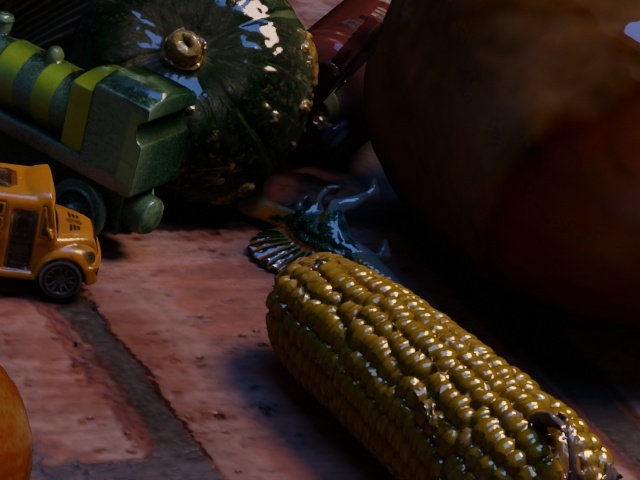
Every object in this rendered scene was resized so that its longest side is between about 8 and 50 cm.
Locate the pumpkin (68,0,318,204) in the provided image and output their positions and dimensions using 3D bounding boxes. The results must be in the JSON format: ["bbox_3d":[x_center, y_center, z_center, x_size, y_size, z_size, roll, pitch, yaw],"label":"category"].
[{"bbox_3d":[-0.093,-0.121,1.399,0.190,0.190,0.146,9,1,-11],"label":"pumpkin"}]

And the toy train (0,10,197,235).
[{"bbox_3d":[-0.187,-0.082,1.324,0.200,0.132,0.083,26,26,19],"label":"toy train"}]

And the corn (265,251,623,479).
[{"bbox_3d":[0.061,0.095,1.129,0.106,0.106,0.293,-7,30,-39],"label":"corn"}]

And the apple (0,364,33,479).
[{"bbox_3d":[-0.226,0.113,0.849,0.195,0.160,0.173,-22,3,13],"label":"apple"}]

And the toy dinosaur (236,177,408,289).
[{"bbox_3d":[0.000,0.004,1.366,0.106,0.044,0.187,-6,42,-12],"label":"toy dinosaur"}]

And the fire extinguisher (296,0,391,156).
[{"bbox_3d":[0.034,-0.155,1.583,0.106,0.147,0.337,37,26,1],"label":"fire extinguisher"}]

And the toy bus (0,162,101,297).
[{"bbox_3d":[-0.222,-0.014,1.228,0.162,0.074,0.069,6,24,-15],"label":"toy bus"}]

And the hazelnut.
[{"bbox_3d":[0.216,-0.095,1.380,0.365,0.366,0.366,12,25,-6],"label":"hazelnut"}]

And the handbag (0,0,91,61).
[{"bbox_3d":[-0.153,-0.308,1.529,0.240,0.340,0.247,59,19,-10],"label":"handbag"}]
